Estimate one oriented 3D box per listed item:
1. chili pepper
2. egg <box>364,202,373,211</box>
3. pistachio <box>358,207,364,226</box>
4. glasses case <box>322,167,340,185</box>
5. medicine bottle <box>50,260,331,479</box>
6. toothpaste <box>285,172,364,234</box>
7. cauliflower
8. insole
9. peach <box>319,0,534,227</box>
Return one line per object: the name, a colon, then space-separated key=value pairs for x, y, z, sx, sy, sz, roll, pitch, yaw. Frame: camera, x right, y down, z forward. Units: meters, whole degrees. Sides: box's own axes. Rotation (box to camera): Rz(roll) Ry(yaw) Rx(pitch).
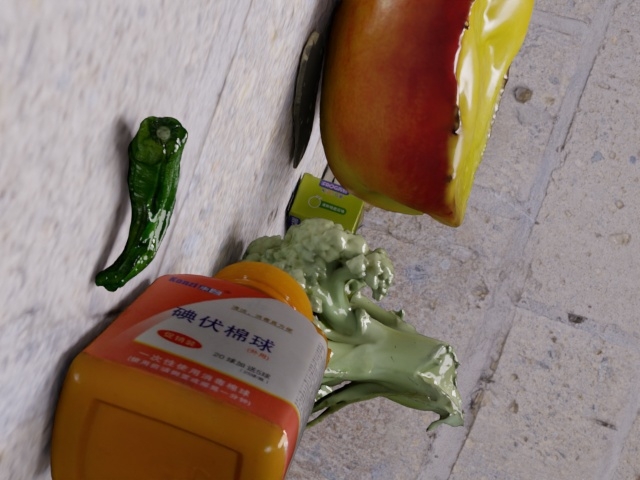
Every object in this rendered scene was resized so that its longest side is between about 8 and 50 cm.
chili pepper: x=-0.104 y=-0.026 z=0.453 sx=0.118 sy=0.035 sz=0.055 roll=-62 pitch=168 yaw=29
egg: x=0.084 y=-0.122 z=1.778 sx=0.140 sy=0.116 sz=0.118 roll=-141 pitch=-134 yaw=-65
pistachio: x=0.040 y=-0.061 z=1.665 sx=0.149 sy=0.113 sz=0.113 roll=-39 pitch=152 yaw=-52
glasses case: x=0.011 y=-0.070 z=1.516 sx=0.081 sy=0.051 sz=0.204 roll=99 pitch=11 yaw=-73
medicine bottle: x=-0.077 y=0.101 z=0.558 sx=0.222 sy=0.149 sz=0.112 roll=-60 pitch=169 yaw=-67
toothpaste: x=0.000 y=0.000 z=1.319 sx=0.327 sy=0.110 sz=0.077 roll=100 pitch=9 yaw=-67
cauliflower: x=0.010 y=0.091 z=0.871 sx=0.327 sy=0.281 sz=0.260 roll=-74 pitch=154 yaw=-66
insole: x=-0.019 y=-0.172 z=0.958 sx=0.248 sy=0.011 sz=0.081 roll=100 pitch=12 yaw=-62
peach: x=0.122 y=-0.234 z=0.963 sx=0.380 sy=0.242 sz=0.306 roll=-68 pitch=157 yaw=-7
